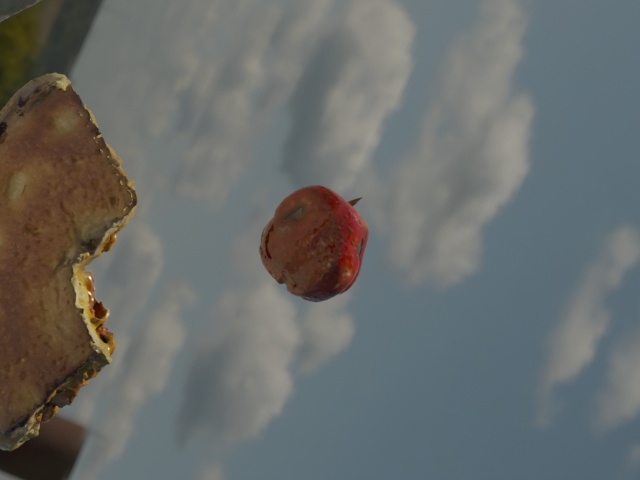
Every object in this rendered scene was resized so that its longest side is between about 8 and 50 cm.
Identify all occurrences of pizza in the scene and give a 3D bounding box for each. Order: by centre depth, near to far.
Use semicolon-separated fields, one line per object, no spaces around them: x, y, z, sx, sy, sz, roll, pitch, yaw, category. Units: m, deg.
-0.221;0.019;1.590;0.085;0.161;0.305;3;96;-76;pizza

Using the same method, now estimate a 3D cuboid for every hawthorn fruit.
0.000;0.000;1.531;0.093;0.093;0.093;-156;-90;-82;hawthorn fruit

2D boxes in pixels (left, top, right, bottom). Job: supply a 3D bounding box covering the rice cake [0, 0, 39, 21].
-0.097;-0.122;0.786;0.036;0.207;0.047;56;-10;42;rice cake
